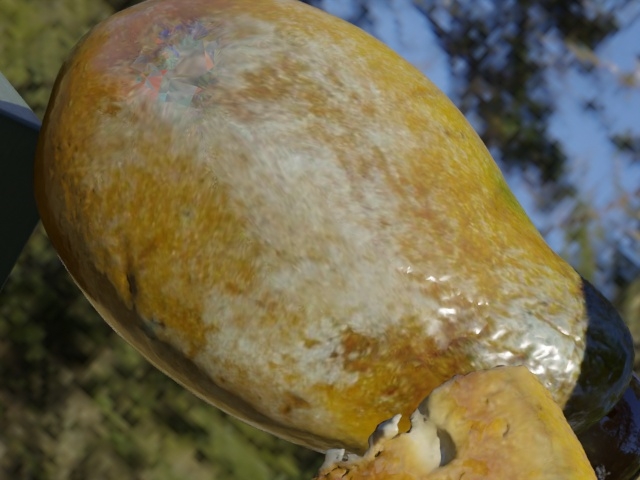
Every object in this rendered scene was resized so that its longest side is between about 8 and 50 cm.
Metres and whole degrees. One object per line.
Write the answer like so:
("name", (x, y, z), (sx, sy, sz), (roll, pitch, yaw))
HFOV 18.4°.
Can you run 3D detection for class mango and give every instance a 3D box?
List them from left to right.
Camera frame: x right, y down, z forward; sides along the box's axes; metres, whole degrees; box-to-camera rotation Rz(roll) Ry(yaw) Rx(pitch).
("mango", (0.000, 0.000, 0.936), (0.316, 0.193, 0.146), (35, -18, 17))

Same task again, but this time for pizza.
("pizza", (0.019, 0.144, 0.718), (0.069, 0.194, 0.154), (39, 34, -53))

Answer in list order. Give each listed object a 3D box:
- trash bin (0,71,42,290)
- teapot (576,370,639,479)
("trash bin", (-0.308, -0.052, 1.211), (0.158, 0.223, 0.343), (25, 10, -32))
("teapot", (0.111, 0.112, 1.113), (0.252, 0.135, 0.178), (30, -1, -16))
